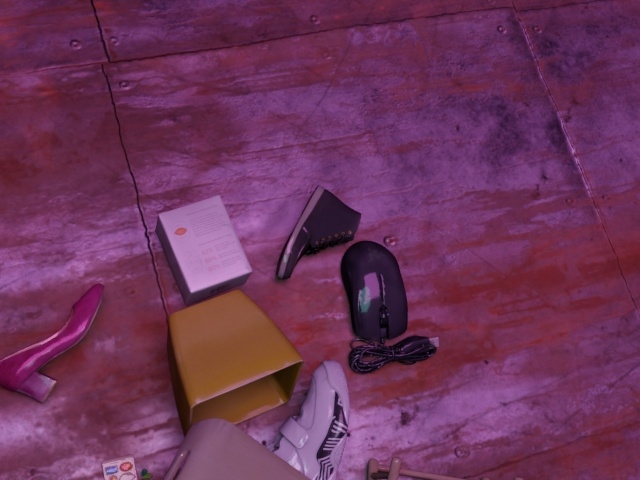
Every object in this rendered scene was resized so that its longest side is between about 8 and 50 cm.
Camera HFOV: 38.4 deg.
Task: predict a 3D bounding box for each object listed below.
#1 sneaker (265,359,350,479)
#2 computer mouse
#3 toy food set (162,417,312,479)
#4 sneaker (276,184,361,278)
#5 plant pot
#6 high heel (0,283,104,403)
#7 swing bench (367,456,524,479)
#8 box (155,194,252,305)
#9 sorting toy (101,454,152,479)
[{"bbox_3d":[-0.075,0.381,1.631,0.210,0.137,0.365,13,84,-9],"label":"sneaker"},{"bbox_3d":[0.125,0.118,1.844,0.189,0.072,0.272,-9,73,-17],"label":"computer mouse"},{"bbox_3d":[-0.115,0.450,1.471,0.306,0.092,0.219,37,35,-8],"label":"toy food set"},{"bbox_3d":[0.000,0.000,1.850,0.118,0.083,0.222,29,65,-3],"label":"sneaker"},{"bbox_3d":[-0.178,0.217,1.667,0.212,0.212,0.187,-21,66,-21],"label":"plant pot"},{"bbox_3d":[-0.493,0.166,1.663,0.117,0.082,0.244,32,78,-12],"label":"high heel"},{"bbox_3d":[0.212,0.540,1.663,0.253,0.165,0.254,12,73,-11],"label":"swing bench"},{"bbox_3d":[-0.228,0.018,1.779,0.130,0.091,0.170,-19,76,-20],"label":"box"},{"bbox_3d":[-0.345,0.415,1.643,0.083,0.012,0.062,-10,72,-17],"label":"sorting toy"}]
